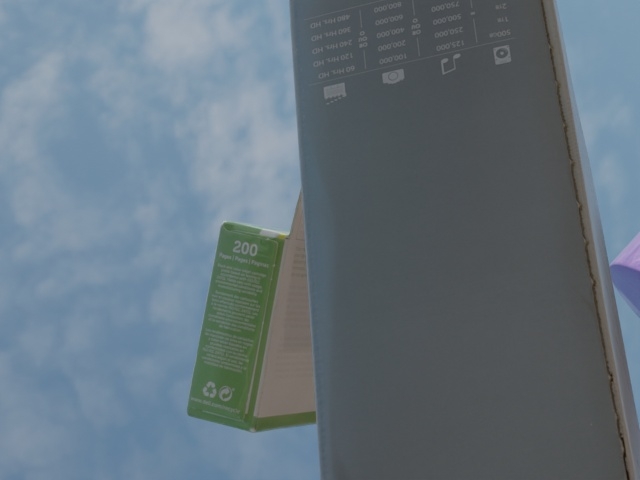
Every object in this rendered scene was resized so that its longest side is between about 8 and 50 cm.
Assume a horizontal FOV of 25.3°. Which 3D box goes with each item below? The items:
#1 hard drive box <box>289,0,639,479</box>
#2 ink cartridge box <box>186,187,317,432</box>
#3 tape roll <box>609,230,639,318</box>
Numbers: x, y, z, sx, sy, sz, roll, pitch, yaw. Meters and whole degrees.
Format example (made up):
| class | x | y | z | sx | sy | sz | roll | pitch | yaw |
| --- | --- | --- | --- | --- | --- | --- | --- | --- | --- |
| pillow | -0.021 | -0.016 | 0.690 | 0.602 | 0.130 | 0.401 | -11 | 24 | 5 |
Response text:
| class | x | y | z | sx | sy | sz | roll | pitch | yaw |
| --- | --- | --- | --- | --- | --- | --- | --- | --- | --- |
| hard drive box | 0.059 | 0.025 | 0.502 | 0.181 | 0.089 | 0.232 | 60 | -158 | -57 |
| ink cartridge box | 0.000 | 0.000 | 0.912 | 0.171 | 0.056 | 0.235 | 7 | -86 | -64 |
| tape roll | 0.376 | 0.081 | 1.206 | 0.090 | 0.275 | 0.275 | -47 | -53 | -4 |
